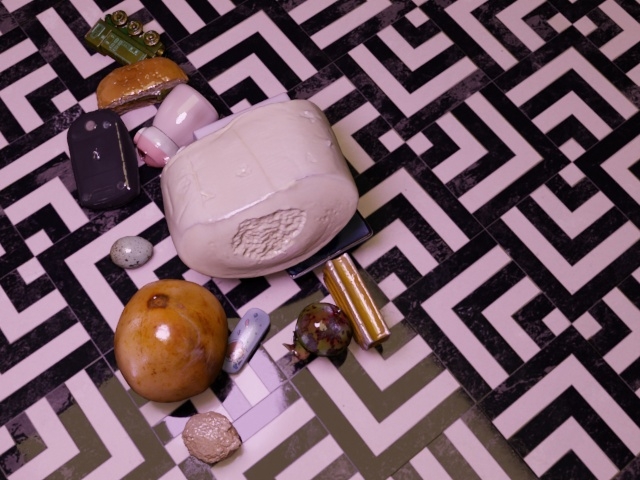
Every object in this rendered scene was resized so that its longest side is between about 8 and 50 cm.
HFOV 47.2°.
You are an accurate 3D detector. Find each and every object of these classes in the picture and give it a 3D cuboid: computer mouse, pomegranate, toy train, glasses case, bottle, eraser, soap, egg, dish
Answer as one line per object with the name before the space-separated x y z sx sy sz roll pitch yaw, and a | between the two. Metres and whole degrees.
computer mouse | -0.578 -0.214 1.973 0.170 0.100 0.269 -15 79 14
pomegranate | -0.350 0.230 1.711 0.307 0.307 0.307 0 69 -1
toy train | -0.556 -0.568 2.123 0.225 0.090 0.137 34 79 11
glasses case | -0.193 0.251 1.839 0.067 0.045 0.178 29 72 10
bottle | -0.404 -0.298 1.997 0.147 0.147 0.236 38 81 12
eraser | -0.201 -0.287 1.974 0.270 0.174 0.095 -25 73 -10
soap | 0.087 0.161 1.829 0.073 0.140 0.232 -25 72 -10
egg | -0.488 0.029 1.896 0.110 0.085 0.085 -17 70 -12
egg | -0.255 0.463 1.720 0.140 0.118 0.116 22 53 -2
dish | 0.000 0.000 1.907 0.243 0.080 0.182 -28 52 -7
pomegranate | -0.009 0.223 1.781 0.169 0.148 0.148 -24 68 23

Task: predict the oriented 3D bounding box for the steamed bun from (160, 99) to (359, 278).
steamed bun | -0.149 -0.113 1.804 0.456 0.290 0.371 -23 48 1

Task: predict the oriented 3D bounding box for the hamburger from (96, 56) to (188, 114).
hamburger | -0.502 -0.436 2.039 0.262 0.124 0.131 -19 87 -9
